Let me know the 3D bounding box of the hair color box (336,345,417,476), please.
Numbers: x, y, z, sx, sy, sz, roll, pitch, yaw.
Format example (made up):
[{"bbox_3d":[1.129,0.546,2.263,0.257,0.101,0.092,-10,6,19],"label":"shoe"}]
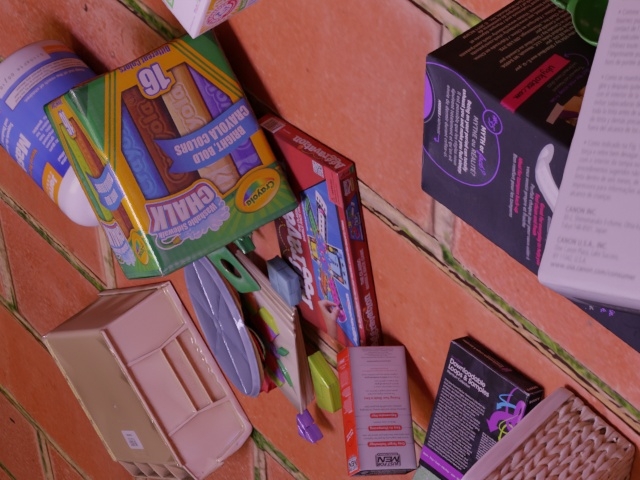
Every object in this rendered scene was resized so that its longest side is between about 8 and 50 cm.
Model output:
[{"bbox_3d":[0.062,0.190,2.110,0.043,0.072,0.141,137,131,-64],"label":"hair color box"}]

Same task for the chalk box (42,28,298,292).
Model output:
[{"bbox_3d":[-0.156,-0.064,2.097,0.289,0.179,0.180,65,161,-4],"label":"chalk box"}]

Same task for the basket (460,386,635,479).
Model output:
[{"bbox_3d":[0.220,0.247,1.865,0.103,0.167,0.113,37,149,27],"label":"basket"}]

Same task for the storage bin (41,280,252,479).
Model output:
[{"bbox_3d":[-0.247,0.206,2.685,0.260,0.123,0.262,61,154,-10],"label":"storage bin"}]

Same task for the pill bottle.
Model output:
[{"bbox_3d":[-0.292,-0.114,2.356,0.272,0.152,0.152,45,152,24],"label":"pill bottle"}]

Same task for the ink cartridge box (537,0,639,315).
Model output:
[{"bbox_3d":[0.310,-0.127,1.198,0.091,0.385,0.308,19,175,-33],"label":"ink cartridge box"}]

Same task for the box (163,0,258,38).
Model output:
[{"bbox_3d":[-0.094,-0.304,1.833,0.103,0.114,0.203,52,155,10],"label":"box"}]

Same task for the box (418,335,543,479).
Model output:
[{"bbox_3d":[0.168,0.197,1.990,0.116,0.029,0.162,35,127,36],"label":"box"}]

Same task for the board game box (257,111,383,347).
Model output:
[{"bbox_3d":[0.000,0.000,2.122,0.145,0.027,0.281,35,147,41],"label":"board game box"}]

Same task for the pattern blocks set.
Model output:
[{"bbox_3d":[-0.061,0.115,2.323,0.285,0.026,0.325,38,150,48],"label":"pattern blocks set"}]

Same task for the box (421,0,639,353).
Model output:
[{"bbox_3d":[0.224,-0.059,1.522,0.270,0.143,0.165,39,149,32],"label":"box"}]

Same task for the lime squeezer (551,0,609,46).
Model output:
[{"bbox_3d":[0.192,-0.195,1.456,0.310,0.059,0.110,36,-163,-1],"label":"lime squeezer"}]

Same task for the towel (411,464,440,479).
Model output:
[{"bbox_3d":[0.220,0.337,2.016,0.325,0.038,0.248,40,123,33],"label":"towel"}]

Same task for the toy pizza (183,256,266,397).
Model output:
[{"bbox_3d":[-0.114,0.099,2.342,0.201,0.032,0.201,56,160,32],"label":"toy pizza"}]
